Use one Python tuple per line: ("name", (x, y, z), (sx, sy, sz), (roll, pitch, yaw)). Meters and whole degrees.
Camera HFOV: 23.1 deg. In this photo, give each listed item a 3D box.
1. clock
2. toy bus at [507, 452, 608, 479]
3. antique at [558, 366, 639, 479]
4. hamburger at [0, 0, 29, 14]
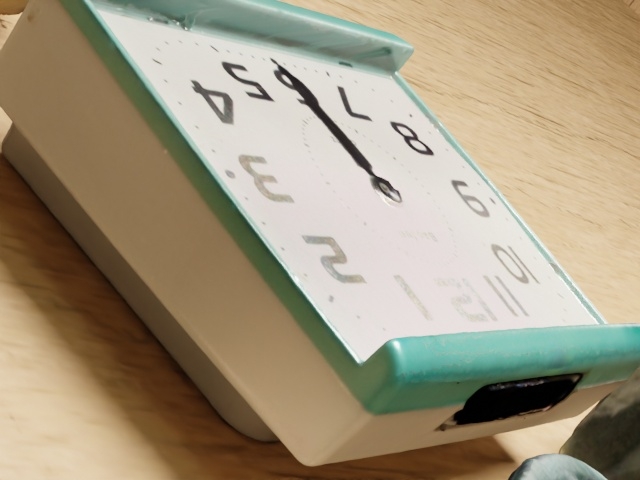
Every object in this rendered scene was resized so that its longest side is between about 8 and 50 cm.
("clock", (0.000, 0.000, 0.692), (0.231, 0.116, 0.262), (52, 24, 21))
("toy bus", (0.101, 0.185, 0.382), (0.265, 0.120, 0.121), (50, 19, 3))
("antique", (0.198, 0.136, 0.755), (0.088, 0.086, 0.183), (26, 23, -34))
("hamburger", (-0.167, -0.209, 0.720), (0.237, 0.147, 0.236), (-12, 90, -83))
